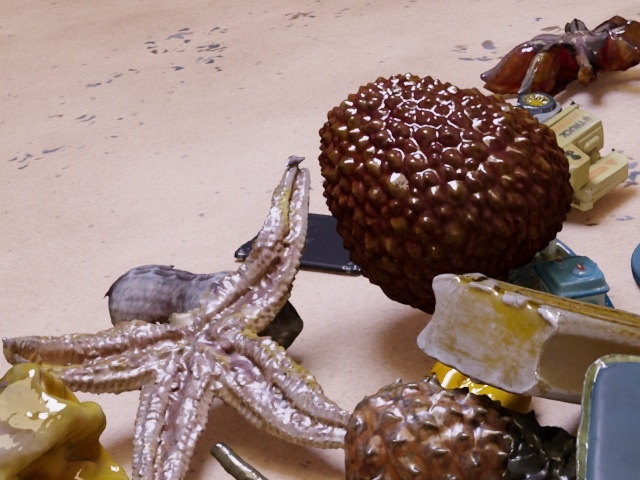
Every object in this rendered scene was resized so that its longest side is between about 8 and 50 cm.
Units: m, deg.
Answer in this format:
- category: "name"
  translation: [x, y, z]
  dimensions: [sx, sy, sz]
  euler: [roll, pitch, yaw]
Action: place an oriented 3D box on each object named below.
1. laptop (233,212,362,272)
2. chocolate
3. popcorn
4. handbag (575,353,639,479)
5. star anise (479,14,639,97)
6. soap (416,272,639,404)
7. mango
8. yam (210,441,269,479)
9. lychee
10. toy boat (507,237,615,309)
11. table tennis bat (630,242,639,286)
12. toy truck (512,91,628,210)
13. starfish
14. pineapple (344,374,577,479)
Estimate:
- category: "laptop"
  translation: [0.000, 0.000, 2.162]
  dimensions: [0.180, 0.016, 0.129]
  euler: [7, 31, 30]
- category: "chocolate"
  translation: [-0.132, 0.082, 1.939]
  dimensions: [0.248, 0.110, 0.110]
  euler: [2, 28, 35]
- category: "popcorn"
  translation: [-0.318, 0.248, 1.523]
  dimensions: [0.297, 0.281, 0.316]
  euler: [18, 65, 15]
- category: "handbag"
  translation: [0.299, 0.233, 1.300]
  dimensions: [0.222, 0.241, 0.263]
  euler: [-5, 27, 15]
- category: "star anise"
  translation: [0.362, -0.255, 2.466]
  dimensions: [0.288, 0.088, 0.288]
  euler: [-15, 13, 4]
- category: "soap"
  translation: [0.243, 0.102, 1.621]
  dimensions: [0.274, 0.089, 0.173]
  euler: [12, 5, -38]
- category: "mango"
  translation: [0.142, 0.164, 1.713]
  dimensions: [0.101, 0.066, 0.187]
  euler: [18, 44, 33]
- category: "yam"
  translation: [-0.017, 0.248, 1.567]
  dimensions: [0.029, 0.027, 0.234]
  euler: [-48, 57, -7]
- category: "lychee"
  translation: [0.117, -0.059, 1.848]
  dimensions: [0.271, 0.271, 0.271]
  euler: [-8, 25, 4]
- category: "toy boat"
  translation: [0.247, 0.042, 1.887]
  dimensions: [0.109, 0.098, 0.238]
  euler: [-11, 25, -8]
- category: "table tennis bat"
  translation: [0.499, 0.017, 1.909]
  dimensions: [0.329, 0.044, 0.215]
  euler: [-2, 25, 23]
- category: "toy truck"
  translation: [0.245, -0.072, 2.101]
  dimensions: [0.157, 0.124, 0.272]
  euler: [24, 37, 34]
- category: "starfish"
  translation: [-0.115, 0.109, 1.750]
  dimensions: [0.398, 0.132, 0.384]
  euler: [-14, 45, -22]
- category: "pineapple"
  translation: [0.183, 0.196, 1.547]
  dimensions: [0.310, 0.141, 0.170]
  euler: [3, 19, 22]
